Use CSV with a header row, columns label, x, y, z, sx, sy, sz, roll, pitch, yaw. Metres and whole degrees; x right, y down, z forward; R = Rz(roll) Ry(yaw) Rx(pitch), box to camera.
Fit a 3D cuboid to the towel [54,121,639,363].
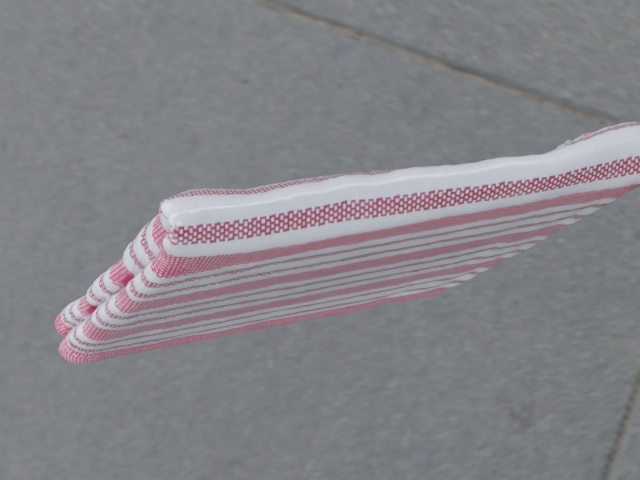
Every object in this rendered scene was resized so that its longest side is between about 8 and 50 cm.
label,x,y,z,sx,sy,sz,roll,pitch,yaw
towel,0.000,0.000,0.584,0.144,0.197,0.029,-11,81,-19
